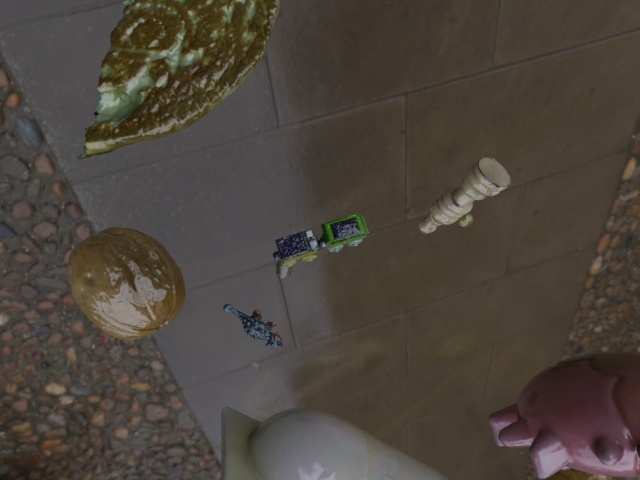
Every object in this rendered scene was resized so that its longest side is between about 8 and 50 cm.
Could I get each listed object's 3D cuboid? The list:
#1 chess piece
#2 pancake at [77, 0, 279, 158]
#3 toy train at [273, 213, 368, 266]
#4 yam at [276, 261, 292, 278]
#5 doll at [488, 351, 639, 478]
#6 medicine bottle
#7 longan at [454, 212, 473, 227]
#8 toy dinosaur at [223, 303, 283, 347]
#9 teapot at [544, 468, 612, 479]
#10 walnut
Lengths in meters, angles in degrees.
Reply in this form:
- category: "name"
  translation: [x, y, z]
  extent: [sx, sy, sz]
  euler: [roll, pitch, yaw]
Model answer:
- category: "chess piece"
  translation: [0.425, -0.120, 1.553]
  extent: [0.124, 0.139, 0.307]
  euler: [39, 132, -8]
- category: "pancake"
  translation: [-0.178, -0.244, 0.641]
  extent: [0.376, 0.197, 0.054]
  euler: [-46, 170, -13]
- category: "toy train"
  translation: [0.000, 0.000, 1.023]
  extent: [0.202, 0.060, 0.081]
  euler: [-17, 163, -6]
- category: "yam"
  translation: [-0.088, 0.048, 1.258]
  extent: [0.043, 0.043, 0.094]
  euler: [-7, 130, -19]
- category: "doll"
  translation: [0.259, 0.149, 0.448]
  extent: [0.211, 0.093, 0.262]
  euler: [-14, 172, 5]
- category: "medicine bottle"
  translation: [0.009, 0.422, 0.844]
  extent: [0.406, 0.236, 0.236]
  euler: [32, 110, -14]
- category: "longan"
  translation: [0.528, -0.085, 1.857]
  extent: [0.075, 0.075, 0.083]
  euler: [-24, 111, -5]
- category: "toy dinosaur"
  translation: [-0.141, 0.181, 1.065]
  extent: [0.154, 0.055, 0.049]
  euler: [33, 111, 3]
- category: "teapot"
  translation: [0.646, 0.641, 1.236]
  extent: [0.203, 0.167, 0.312]
  euler: [-3, 114, -47]
- category: "walnut"
  translation: [-0.517, 0.109, 1.350]
  extent: [0.277, 0.313, 0.252]
  euler: [-30, 172, -38]
